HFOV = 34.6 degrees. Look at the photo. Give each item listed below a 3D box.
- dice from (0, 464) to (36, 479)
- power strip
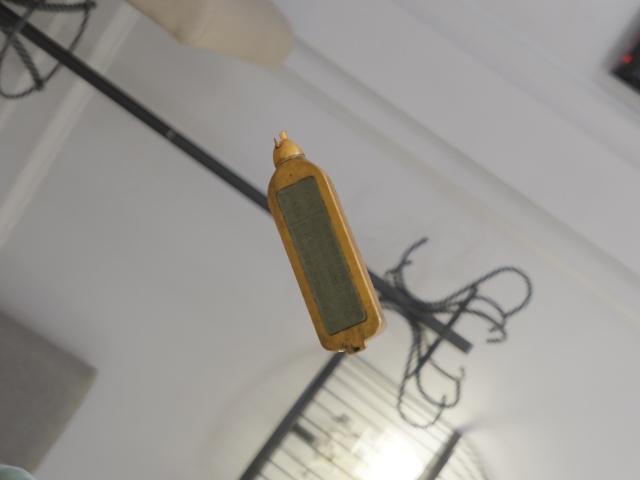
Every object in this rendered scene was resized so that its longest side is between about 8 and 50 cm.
[{"bbox_3d":[-0.327,0.448,0.987,0.328,0.348,0.330,-36,124,-21],"label":"dice"},{"bbox_3d":[0.000,0.000,0.761,0.049,0.178,0.028,-25,167,15],"label":"power strip"}]
